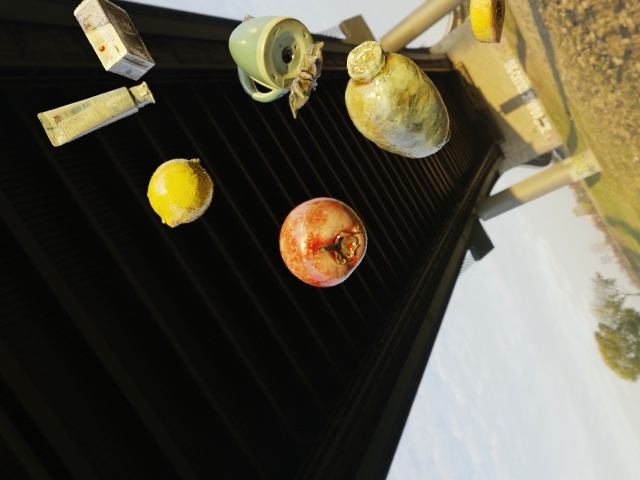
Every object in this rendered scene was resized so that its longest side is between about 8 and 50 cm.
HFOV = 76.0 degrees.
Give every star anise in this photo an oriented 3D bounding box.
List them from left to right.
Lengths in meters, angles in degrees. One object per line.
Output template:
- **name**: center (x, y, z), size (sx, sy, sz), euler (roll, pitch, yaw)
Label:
- **star anise**: center (-0.039, -0.456, 1.153), size (0.061, 0.204, 0.180), euler (24, -146, 1)

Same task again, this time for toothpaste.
- **toothpaste**: center (-0.630, -0.369, 1.171), size (0.300, 0.073, 0.113), euler (-28, -98, -16)

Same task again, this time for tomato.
- **tomato**: center (0.000, 0.000, 1.247), size (0.271, 0.227, 0.269), euler (-11, -71, -36)

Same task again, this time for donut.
- **donut**: center (0.448, -0.617, 1.096), size (0.162, 0.066, 0.178), euler (43, -123, -49)

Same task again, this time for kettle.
- **kettle**: center (-0.229, -0.707, 1.610), size (0.247, 0.342, 0.319), euler (-18, -54, -40)

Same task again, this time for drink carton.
- **drink carton**: center (-0.655, -0.642, 1.311), size (0.222, 0.102, 0.134), euler (61, -164, 2)

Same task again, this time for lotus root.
- **lotus root**: center (0.178, -0.269, 0.878), size (0.350, 0.175, 0.174), euler (21, -130, -45)

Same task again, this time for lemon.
- **lemon**: center (-0.398, -0.137, 1.169), size (0.174, 0.174, 0.206), euler (29, -108, -40)
